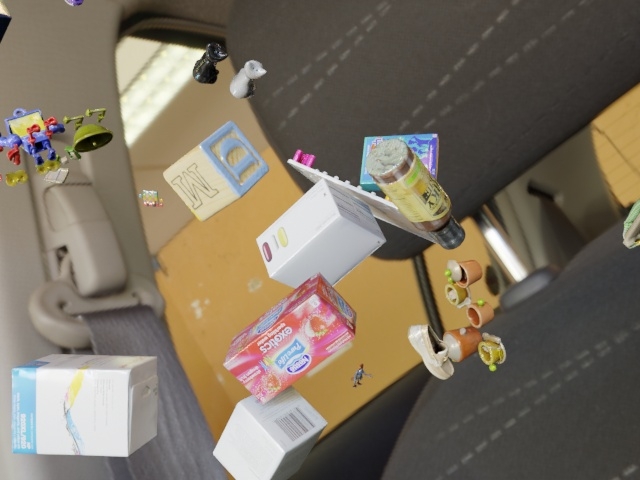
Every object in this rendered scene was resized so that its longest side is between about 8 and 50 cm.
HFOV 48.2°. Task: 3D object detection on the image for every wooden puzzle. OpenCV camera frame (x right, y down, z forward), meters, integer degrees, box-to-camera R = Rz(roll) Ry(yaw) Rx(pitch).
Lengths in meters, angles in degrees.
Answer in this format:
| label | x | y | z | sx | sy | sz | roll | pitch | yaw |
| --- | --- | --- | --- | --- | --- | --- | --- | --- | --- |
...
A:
| label | x | y | z | sx | sy | sz | roll | pitch | yaw |
| --- | --- | --- | --- | --- | --- | --- | --- | --- | --- |
| wooden puzzle | -0.515 | -0.127 | 2.174 | 0.083 | 0.049 | 0.006 | 6 | 21 | 18 |

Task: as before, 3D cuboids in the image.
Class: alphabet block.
| label | x | y | z | sx | sy | sz | roll | pitch | yaw |
| --- | --- | --- | --- | --- | --- | --- | --- | --- | --- |
| alphabet block | -0.308 | -0.204 | 2.126 | 0.197 | 0.193 | 0.192 | -28 | 14 | 38 |

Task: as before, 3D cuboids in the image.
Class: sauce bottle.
| label | x | y | z | sx | sy | sz | roll | pitch | yaw |
| --- | --- | --- | --- | --- | --- | --- | --- | --- | --- |
| sauce bottle | 0.232 | -0.095 | 1.644 | 0.111 | 0.111 | 0.344 | -36 | -46 | 13 |

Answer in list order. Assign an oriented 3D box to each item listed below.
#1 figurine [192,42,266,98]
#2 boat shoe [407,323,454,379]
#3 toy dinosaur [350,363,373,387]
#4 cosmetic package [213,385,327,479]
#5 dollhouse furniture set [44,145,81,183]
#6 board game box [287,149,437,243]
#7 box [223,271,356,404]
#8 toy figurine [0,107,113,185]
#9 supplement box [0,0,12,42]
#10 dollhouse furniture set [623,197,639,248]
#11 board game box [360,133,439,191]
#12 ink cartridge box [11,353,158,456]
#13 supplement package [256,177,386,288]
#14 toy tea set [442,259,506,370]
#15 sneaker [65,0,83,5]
| label | x | y | z | sx | sy | sz | roll | pitch | yaw |
| --- | --- | --- | --- | --- | --- | --- | --- | --- | --- |
| figurine | -0.287 | -0.548 | 2.290 | 0.215 | 0.092 | 0.209 | 20 | -14 | -17 |
| boat shoe | 0.267 | 0.257 | 1.649 | 0.059 | 0.170 | 0.063 | -23 | 31 | 33 |
| toy dinosaur | 0.109 | 0.394 | 2.114 | 0.047 | 0.090 | 0.082 | -10 | -69 | -37 |
| cosmetic package | -0.112 | 0.434 | 1.570 | 0.151 | 0.151 | 0.184 | -19 | -36 | -50 |
| dollhouse furniture set | -0.877 | -0.245 | 2.446 | 0.076 | 0.152 | 0.058 | 8 | -28 | 12 |
| board game box | 0.143 | -0.125 | 2.093 | 0.050 | 0.390 | 0.390 | -64 | -26 | -1 |
| box | -0.061 | 0.202 | 1.482 | 0.257 | 0.128 | 0.122 | -38 | 14 | 16 |
| toy figurine | -0.828 | -0.342 | 2.112 | 0.362 | 0.217 | 0.191 | -27 | -29 | -25 |
| supplement box | -0.746 | -0.500 | 1.602 | 0.056 | 0.083 | 0.083 | -6 | -33 | -51 |
| dollhouse furniture set | 0.620 | -0.144 | 1.231 | 0.197 | 0.151 | 0.301 | -17 | -30 | -8 |
| board game box | 0.223 | -0.219 | 2.013 | 0.210 | 0.160 | 0.047 | -1 | -27 | 16 |
| ink cartridge box | -0.458 | 0.321 | 1.416 | 0.232 | 0.168 | 0.171 | 0 | -1 | 5 |
| supplement package | 0.000 | 0.000 | 1.909 | 0.262 | 0.145 | 0.204 | -42 | -42 | 20 |
| toy tea set | 0.402 | 0.216 | 2.052 | 0.124 | 0.336 | 0.200 | -17 | 5 | -21 |
| sneaker | -0.531 | -0.614 | 1.639 | 0.068 | 0.071 | 0.170 | 12 | -72 | -48 |
